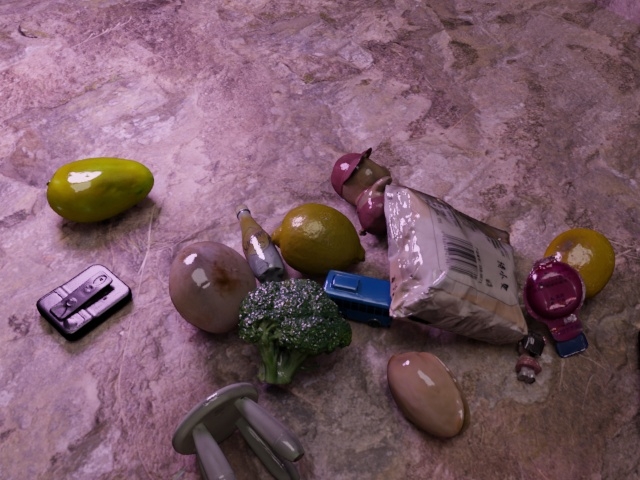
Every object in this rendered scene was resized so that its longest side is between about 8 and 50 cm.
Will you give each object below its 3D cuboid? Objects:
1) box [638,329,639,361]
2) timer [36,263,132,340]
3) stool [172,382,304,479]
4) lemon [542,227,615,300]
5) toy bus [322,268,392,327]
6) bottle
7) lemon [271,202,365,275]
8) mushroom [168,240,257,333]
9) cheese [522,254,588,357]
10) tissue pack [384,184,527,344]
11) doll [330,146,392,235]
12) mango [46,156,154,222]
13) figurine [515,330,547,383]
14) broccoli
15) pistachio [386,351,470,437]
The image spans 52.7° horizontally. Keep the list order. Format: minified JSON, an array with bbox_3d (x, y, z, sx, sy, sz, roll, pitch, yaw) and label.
[{"bbox_3d":[0.901,0.345,1.447,0.350,0.091,0.359,14,47,8],"label":"box"},{"bbox_3d":[-0.566,0.140,1.551,0.144,0.055,0.187,33,54,24],"label":"timer"},{"bbox_3d":[-0.155,0.408,1.251,0.195,0.195,0.198,-30,59,-27],"label":"stool"},{"bbox_3d":[0.648,0.063,1.632,0.170,0.170,0.207,28,68,20],"label":"lemon"},{"bbox_3d":[0.090,0.137,1.565,0.184,0.106,0.090,11,51,6],"label":"toy bus"},{"bbox_3d":[-0.169,0.003,1.683,0.083,0.083,0.270,-16,47,-17],"label":"bottle"},{"bbox_3d":[0.000,0.000,1.632,0.248,0.184,0.184,12,47,-10],"label":"lemon"},{"bbox_3d":[-0.258,0.113,1.520,0.226,0.178,0.227,38,33,-30],"label":"mushroom"},{"bbox_3d":[0.566,0.155,1.536,0.155,0.062,0.245,-21,94,0],"label":"cheese"},{"bbox_3d":[0.327,0.051,1.560,0.389,0.195,0.376,21,47,-21],"label":"tissue pack"},{"bbox_3d":[0.134,-0.139,1.763,0.152,0.196,0.256,-13,56,-38],"label":"doll"},{"bbox_3d":[-0.596,-0.144,1.740,0.272,0.149,0.185,-25,47,-30],"label":"mango"},{"bbox_3d":[0.496,0.270,1.511,0.072,0.054,0.129,18,51,2],"label":"figurine"},{"bbox_3d":[-0.066,0.200,1.433,0.261,0.269,0.242,15,82,-19],"label":"broccoli"},{"bbox_3d":[0.229,0.328,1.392,0.143,0.144,0.215,-25,61,-24],"label":"pistachio"}]
